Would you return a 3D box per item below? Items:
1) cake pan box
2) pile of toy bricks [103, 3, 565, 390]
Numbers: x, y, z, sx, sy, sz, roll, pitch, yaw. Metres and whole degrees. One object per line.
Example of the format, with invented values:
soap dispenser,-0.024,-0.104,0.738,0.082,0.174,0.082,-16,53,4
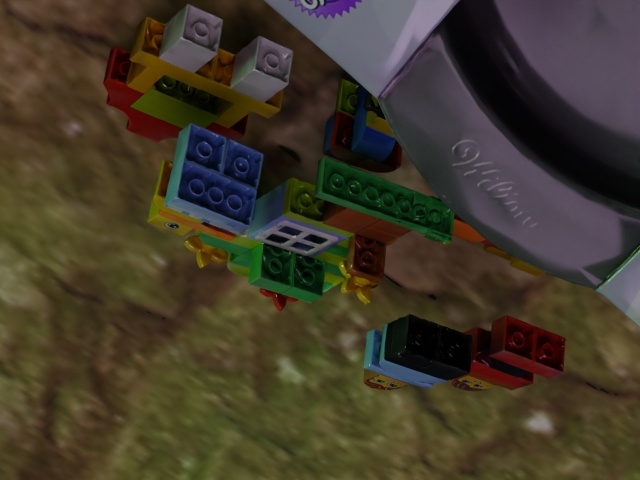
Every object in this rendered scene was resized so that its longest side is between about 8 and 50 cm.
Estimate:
cake pan box,0.139,-0.108,0.519,0.246,0.070,0.267,43,114,0
pile of toy bricks,0.000,0.000,0.618,0.212,0.118,0.105,21,152,-26
